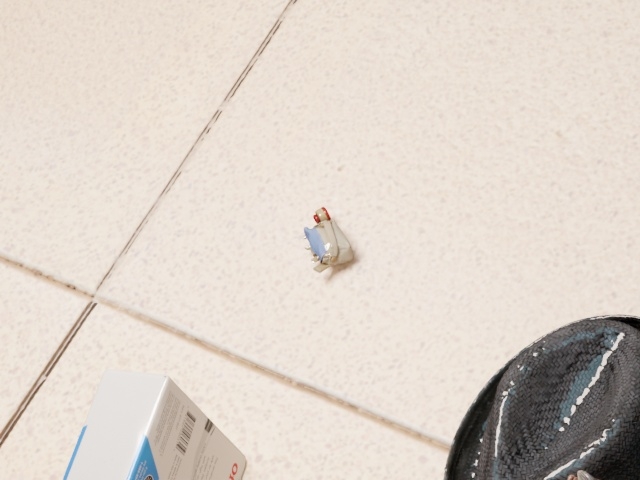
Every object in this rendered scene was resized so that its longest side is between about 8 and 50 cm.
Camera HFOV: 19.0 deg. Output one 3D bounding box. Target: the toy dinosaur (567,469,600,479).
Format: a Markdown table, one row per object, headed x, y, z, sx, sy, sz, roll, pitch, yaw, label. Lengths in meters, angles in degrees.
| x | y | z | sx | sy | sz | roll | pitch | yaw | label |
| --- | --- | --- | --- | --- | --- | --- | --- | --- | --- |
| 0.315 | 0.327 | 1.740 | 0.295 | 0.200 | 0.127 | 26 | 75 | -12 | toy dinosaur |

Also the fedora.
| x | y | z | sx | sy | sz | roll | pitch | yaw | label |
| --- | --- | --- | --- | --- | --- | --- | --- | --- | --- |
| 0.256 | 0.196 | 1.922 | 0.334 | 0.152 | 0.334 | -11 | 54 | 17 | fedora |

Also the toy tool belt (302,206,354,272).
| x | y | z | sx | sy | sz | roll | pitch | yaw | label |
| --- | --- | --- | --- | --- | --- | --- | --- | --- | --- |
| 0.000 | 0.000 | 2.226 | 0.051 | 0.052 | 0.083 | -28 | 51 | -7 | toy tool belt |

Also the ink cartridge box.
| x | y | z | sx | sy | sz | roll | pitch | yaw | label |
| --- | --- | --- | --- | --- | --- | --- | --- | --- | --- |
| -0.174 | 0.250 | 2.041 | 0.085 | 0.203 | 0.148 | 4 | 60 | 28 | ink cartridge box |
